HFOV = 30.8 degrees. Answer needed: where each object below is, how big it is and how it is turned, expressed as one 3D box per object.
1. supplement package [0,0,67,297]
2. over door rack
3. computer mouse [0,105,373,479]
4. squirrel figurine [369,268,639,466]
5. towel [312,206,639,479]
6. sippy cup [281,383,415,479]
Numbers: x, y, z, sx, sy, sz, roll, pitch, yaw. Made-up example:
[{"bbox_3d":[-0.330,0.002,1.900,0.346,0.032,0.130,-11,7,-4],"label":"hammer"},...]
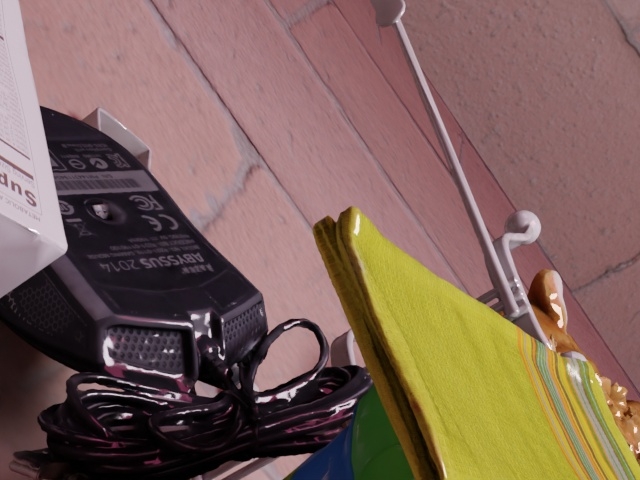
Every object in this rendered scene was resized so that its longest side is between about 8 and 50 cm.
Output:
[{"bbox_3d":[-0.210,-0.079,0.455,0.139,0.134,0.244,38,25,-49],"label":"supplement package"},{"bbox_3d":[0.000,0.000,0.724,0.108,0.240,0.324,30,33,-54],"label":"over door rack"},{"bbox_3d":[-0.111,0.028,0.575,0.189,0.072,0.272,-2,39,-45],"label":"computer mouse"},{"bbox_3d":[0.199,0.175,0.951,0.397,0.281,0.370,43,16,-48],"label":"squirrel figurine"},{"bbox_3d":[0.078,0.065,0.439,0.237,0.021,0.102,31,29,-54],"label":"towel"},{"bbox_3d":[0.018,0.194,0.457,0.305,0.224,0.240,30,30,-56],"label":"sippy cup"}]
